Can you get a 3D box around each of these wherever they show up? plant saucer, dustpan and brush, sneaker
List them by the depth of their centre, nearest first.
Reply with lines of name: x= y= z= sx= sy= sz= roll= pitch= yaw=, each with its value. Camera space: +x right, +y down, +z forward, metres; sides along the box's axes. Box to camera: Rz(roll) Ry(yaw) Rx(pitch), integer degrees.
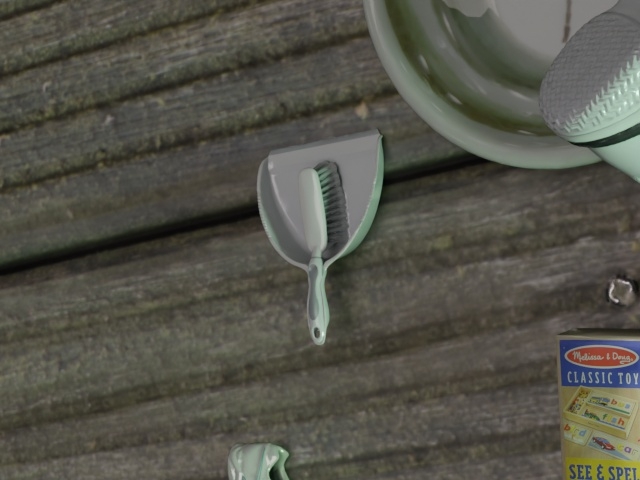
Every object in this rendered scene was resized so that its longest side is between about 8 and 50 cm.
sneaker: x=0.375 y=-0.164 z=1.593 sx=0.366 sy=0.210 sz=0.137 roll=-39 pitch=29 yaw=17
plant saucer: x=0.229 y=-0.264 z=1.794 sx=0.400 sy=0.100 sz=0.400 roll=-1 pitch=88 yaw=32
dustpan and brush: x=0.000 y=0.000 z=1.955 sx=0.147 sy=0.060 sz=0.211 roll=-10 pitch=84 yaw=31
sneaker: x=-0.057 y=0.282 z=1.992 sx=0.061 sy=0.054 sz=0.152 roll=-10 pitch=83 yaw=29

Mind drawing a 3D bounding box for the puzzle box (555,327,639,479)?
puzzle box: x=0.405 y=0.213 z=1.690 sx=0.409 sy=0.052 sz=0.272 roll=-1 pitch=95 yaw=32
